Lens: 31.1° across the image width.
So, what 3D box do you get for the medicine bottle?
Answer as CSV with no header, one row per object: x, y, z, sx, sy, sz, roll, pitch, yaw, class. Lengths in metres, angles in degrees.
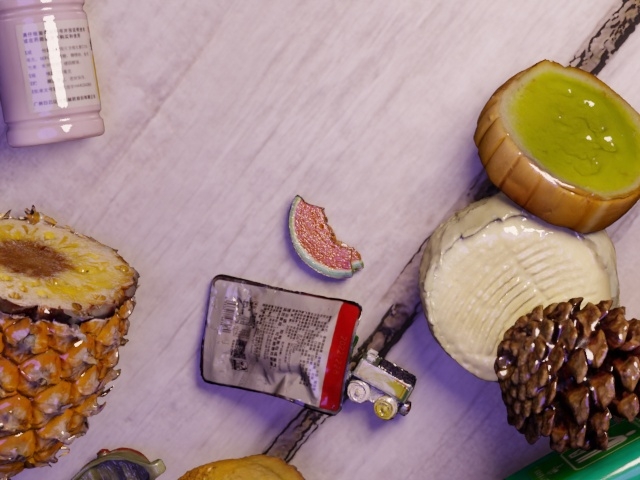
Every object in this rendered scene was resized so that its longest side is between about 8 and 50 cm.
-0.370,-0.254,1.525,0.133,0.133,0.249,-8,98,10,medicine bottle

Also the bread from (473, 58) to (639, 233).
0.300,-0.119,1.403,0.236,0.236,0.070,29,138,3,bread

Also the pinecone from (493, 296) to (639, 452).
0.308,0.155,1.336,0.205,0.184,0.179,5,88,-22,pinecone

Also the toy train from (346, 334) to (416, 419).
0.041,0.168,1.567,0.202,0.060,0.081,30,103,4,toy train

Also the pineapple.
-0.420,0.133,1.507,0.352,0.352,0.300,28,112,3,pineapple

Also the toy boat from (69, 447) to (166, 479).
-0.298,0.342,1.641,0.185,0.071,0.089,-23,96,12,toy boat

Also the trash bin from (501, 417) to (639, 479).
0.405,0.350,1.410,0.381,0.259,0.295,-25,90,1,trash bin

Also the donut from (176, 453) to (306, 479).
-0.131,0.417,1.538,0.278,0.108,0.277,-15,67,39,donut

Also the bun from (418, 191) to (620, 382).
0.252,0.046,1.467,0.259,0.152,0.259,2,111,7,bun

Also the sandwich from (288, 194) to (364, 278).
-0.002,-0.001,1.562,0.067,0.029,0.135,-36,91,7,sandwich

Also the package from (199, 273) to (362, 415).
-0.061,0.138,1.543,0.239,0.030,0.154,10,90,34,package
